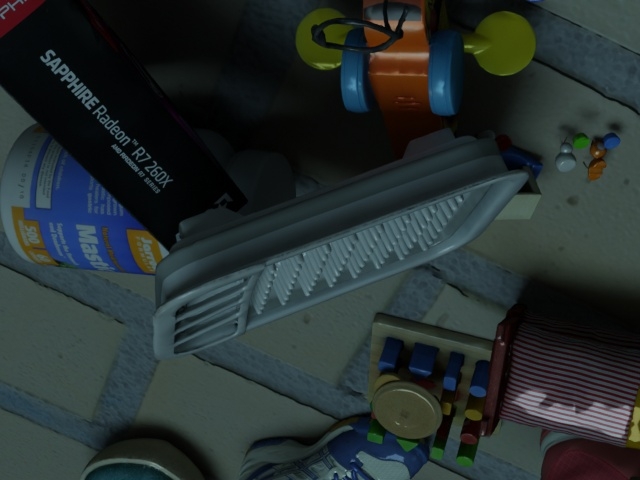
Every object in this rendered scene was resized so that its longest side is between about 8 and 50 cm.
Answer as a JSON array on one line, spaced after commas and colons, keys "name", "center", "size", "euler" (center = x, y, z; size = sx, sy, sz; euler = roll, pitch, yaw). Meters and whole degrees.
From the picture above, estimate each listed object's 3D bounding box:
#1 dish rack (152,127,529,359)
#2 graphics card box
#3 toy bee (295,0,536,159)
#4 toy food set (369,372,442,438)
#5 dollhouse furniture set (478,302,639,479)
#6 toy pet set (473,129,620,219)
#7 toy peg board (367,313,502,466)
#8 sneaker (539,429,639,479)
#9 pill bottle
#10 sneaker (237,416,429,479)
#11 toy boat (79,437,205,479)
[{"name": "dish rack", "center": [0.000, 0.000, 1.270], "size": [0.332, 0.072, 0.285], "euler": [-20, 168, -11]}, {"name": "graphics card box", "center": [-0.220, -0.160, 1.218], "size": [0.233, 0.094, 0.371], "euler": [50, 179, 37]}, {"name": "toy bee", "center": [0.084, -0.182, 1.202], "size": [0.195, 0.162, 0.298], "euler": [10, 165, -5]}, {"name": "toy food set", "center": [0.095, 0.187, 1.606], "size": [0.083, 0.020, 0.083], "euler": [14, 126, 10]}, {"name": "dollhouse furniture set", "center": [0.259, 0.266, 1.471], "size": [0.201, 0.152, 0.374], "euler": [9, 101, 14]}, {"name": "toy pet set", "center": [0.192, -0.078, 1.333], "size": [0.122, 0.065, 0.114], "euler": [-1, 139, -19]}, {"name": "toy peg board", "center": [0.126, 0.178, 1.637], "size": [0.161, 0.079, 0.161], "euler": [13, 141, 10]}, {"name": "sneaker", "center": [0.386, 0.272, 1.582], "size": [0.313, 0.136, 0.116], "euler": [-2, 137, 27]}, {"name": "pill bottle", "center": [-0.170, -0.040, 1.460], "size": [0.272, 0.152, 0.152], "euler": [5, 139, 21]}, {"name": "sneaker", "center": [0.009, 0.310, 1.808], "size": [0.296, 0.131, 0.112], "euler": [-22, 123, 39]}, {"name": "toy boat", "center": [-0.187, 0.396, 1.984], "size": [0.318, 0.148, 0.267], "euler": [18, 141, 5]}]
